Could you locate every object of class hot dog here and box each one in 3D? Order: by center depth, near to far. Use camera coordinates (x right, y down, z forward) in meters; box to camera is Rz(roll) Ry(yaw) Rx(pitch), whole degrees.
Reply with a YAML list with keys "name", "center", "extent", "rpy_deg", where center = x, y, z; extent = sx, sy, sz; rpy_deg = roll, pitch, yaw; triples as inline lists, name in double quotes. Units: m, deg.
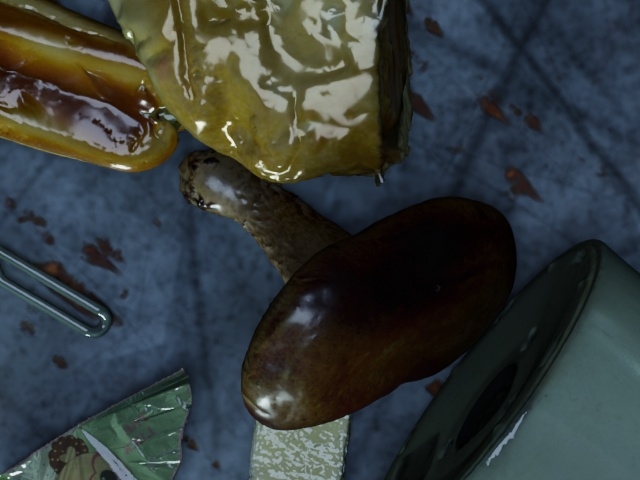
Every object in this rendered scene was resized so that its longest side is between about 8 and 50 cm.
- name: "hot dog"
  center: [-0.204, -0.120, 1.251]
  extent: [0.250, 0.068, 0.100]
  rpy_deg: [19, 108, 3]

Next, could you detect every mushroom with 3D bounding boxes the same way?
- name: "mushroom"
  center: [0.000, 0.000, 1.236]
  extent: [0.217, 0.227, 0.148]
  rpy_deg: [46, 135, 30]

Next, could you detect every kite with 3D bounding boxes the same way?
- name: "kite"
  center: [-0.108, 0.196, 1.301]
  extent: [0.250, 0.012, 0.229]
  rpy_deg: [11, 107, 11]

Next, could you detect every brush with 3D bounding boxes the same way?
- name: "brush"
  center: [-0.262, -0.005, 1.289]
  extent: [0.266, 0.027, 0.062]
  rpy_deg: [30, 98, -1]

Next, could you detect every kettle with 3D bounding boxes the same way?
- name: "kettle"
  center: [0.216, 0.243, 1.209]
  extent: [0.377, 0.250, 0.361]
  rpy_deg: [36, 118, -4]

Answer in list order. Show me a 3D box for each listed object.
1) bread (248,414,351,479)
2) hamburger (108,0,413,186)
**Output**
- name: "bread"
  center: [-0.013, 0.132, 1.293]
  extent: [0.068, 0.028, 0.153]
  rpy_deg: [6, 98, 2]
- name: "hamburger"
  center: [-0.050, -0.202, 1.186]
  extent: [0.209, 0.162, 0.330]
  rpy_deg: [-1, 99, 6]
